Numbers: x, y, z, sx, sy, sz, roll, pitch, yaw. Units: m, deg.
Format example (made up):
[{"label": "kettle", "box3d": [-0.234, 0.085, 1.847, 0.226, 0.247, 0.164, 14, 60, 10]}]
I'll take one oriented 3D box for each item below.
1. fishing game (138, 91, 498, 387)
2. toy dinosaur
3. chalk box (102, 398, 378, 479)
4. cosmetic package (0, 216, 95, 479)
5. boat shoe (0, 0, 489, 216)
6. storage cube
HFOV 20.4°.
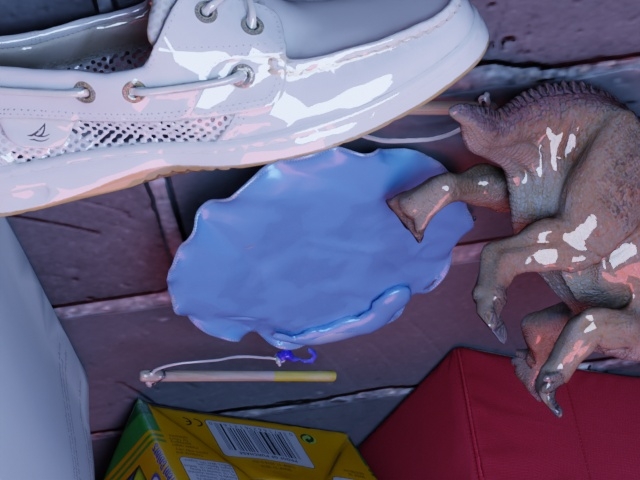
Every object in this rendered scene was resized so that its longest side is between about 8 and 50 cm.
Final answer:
[{"label": "fishing game", "box3d": [0.000, 0.000, 1.048, 0.189, 0.041, 0.264, -2, 141, -23]}, {"label": "toy dinosaur", "box3d": [0.170, -0.011, 0.990, 0.200, 0.127, 0.296, -38, 118, 1]}, {"label": "chalk box", "box3d": [-0.076, 0.286, 1.224, 0.180, 0.179, 0.289, 12, 111, -28]}, {"label": "cosmetic package", "box3d": [-0.238, 0.085, 0.969, 0.156, 0.217, 0.385, -11, 145, 4]}, {"label": "boat shoe", "box3d": [-0.058, -0.090, 0.851, 0.277, 0.098, 0.096, -16, 118, 0]}, {"label": "storage cube", "box3d": [0.143, 0.210, 1.248, 0.183, 0.193, 0.215, 10, 141, -24]}]
